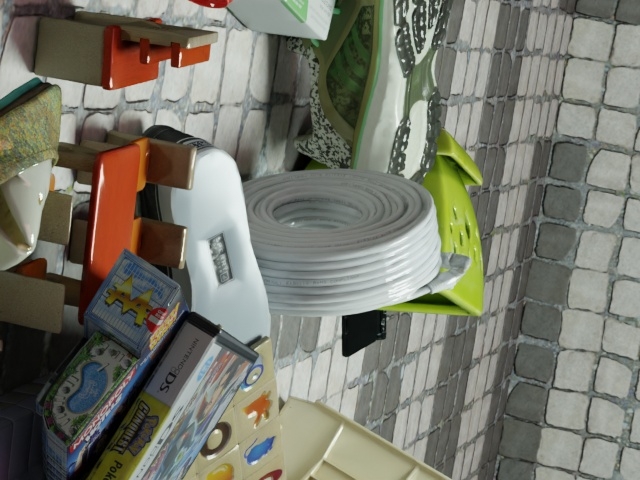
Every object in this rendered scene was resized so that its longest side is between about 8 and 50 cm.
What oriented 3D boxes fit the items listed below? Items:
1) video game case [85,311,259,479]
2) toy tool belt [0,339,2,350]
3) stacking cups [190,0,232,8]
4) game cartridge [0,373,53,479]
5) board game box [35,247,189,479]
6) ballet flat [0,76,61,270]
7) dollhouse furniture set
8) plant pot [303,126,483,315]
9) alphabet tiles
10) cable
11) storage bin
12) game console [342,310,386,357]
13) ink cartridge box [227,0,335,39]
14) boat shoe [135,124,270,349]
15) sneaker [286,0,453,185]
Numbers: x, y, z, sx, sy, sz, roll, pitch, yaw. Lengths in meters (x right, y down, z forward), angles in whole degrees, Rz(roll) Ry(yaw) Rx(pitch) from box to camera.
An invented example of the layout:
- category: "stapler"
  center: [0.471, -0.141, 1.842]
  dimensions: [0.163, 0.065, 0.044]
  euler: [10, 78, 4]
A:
- category: "video game case"
  center: [-0.146, 0.189, 1.678]
  dimensions: [0.248, 0.035, 0.275]
  euler: [-59, 171, -4]
- category: "toy tool belt"
  center: [-0.288, 0.097, 1.471]
  dimensions: [0.083, 0.051, 0.052]
  euler: [-55, 151, -53]
- category: "stacking cups"
  center: [-0.071, -0.377, 1.833]
  dimensions: [0.096, 0.096, 0.316]
  euler: [55, 54, -67]
- category: "game cartridge"
  center: [-0.280, 0.309, 1.629]
  dimensions: [0.230, 0.068, 0.355]
  euler: [-20, 119, -66]
- category: "board game box"
  center: [-0.173, 0.098, 1.554]
  dimensions: [0.194, 0.060, 0.194]
  euler: [-52, 169, -26]
- category: "ballet flat"
  center: [-0.266, -0.012, 1.344]
  dimensions: [0.348, 0.123, 0.123]
  euler: [-44, 142, -59]
- category: "dollhouse furniture set"
  center: [-0.175, -0.058, 1.593]
  dimensions: [0.262, 0.135, 0.259]
  euler: [-30, 129, -68]
- category: "plant pot"
  center: [0.081, -0.028, 2.309]
  dimensions: [0.228, 0.227, 0.207]
  euler: [30, 65, -72]
- category: "alphabet tiles"
  center: [-0.148, 0.248, 1.876]
  dimensions: [0.285, 0.011, 0.342]
  euler: [-35, 140, -29]
- category: "cable"
  center: [0.000, 0.000, 1.997]
  dimensions: [0.257, 0.257, 0.089]
  euler: [-21, 120, -39]
- category: "storage bin"
  center: [0.066, 0.336, 2.430]
  dimensions: [0.123, 0.260, 0.262]
  euler: [-57, 158, -11]
- category: "game console"
  center: [0.056, 0.084, 2.643]
  dimensions: [0.107, 0.071, 0.122]
  euler: [-107, -166, -54]
- category: "ink cartridge box"
  center: [-0.032, -0.333, 1.955]
  dimensions: [0.154, 0.093, 0.212]
  euler: [34, 67, -71]
- category: "boat shoe"
  center: [-0.131, 0.031, 1.845]
  dimensions: [0.113, 0.105, 0.306]
  euler: [-30, 128, -27]
- category: "sneaker"
  center: [0.037, -0.230, 2.091]
  dimensions: [0.158, 0.182, 0.410]
  euler: [-38, 140, -53]
